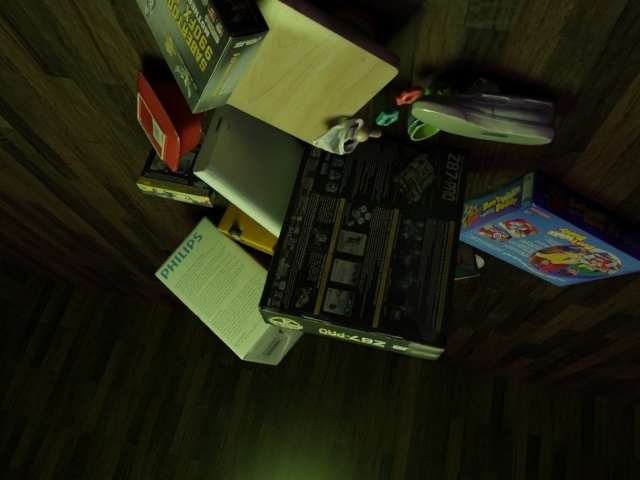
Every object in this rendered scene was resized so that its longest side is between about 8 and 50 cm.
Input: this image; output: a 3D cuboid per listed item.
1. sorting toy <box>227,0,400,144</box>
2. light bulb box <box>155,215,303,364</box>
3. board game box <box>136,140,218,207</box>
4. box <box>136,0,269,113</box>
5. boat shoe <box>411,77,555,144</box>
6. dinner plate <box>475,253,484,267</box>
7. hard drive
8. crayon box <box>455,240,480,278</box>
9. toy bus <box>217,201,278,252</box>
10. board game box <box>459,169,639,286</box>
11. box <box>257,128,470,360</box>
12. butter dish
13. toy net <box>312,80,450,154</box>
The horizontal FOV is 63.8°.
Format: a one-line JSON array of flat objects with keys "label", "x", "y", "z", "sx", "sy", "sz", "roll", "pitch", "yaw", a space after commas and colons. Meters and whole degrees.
[{"label": "sorting toy", "x": -0.048, "y": -0.283, "z": 0.783, "sx": 0.255, "sy": 0.089, "sz": 0.257, "roll": 23, "pitch": 156, "yaw": -20}, {"label": "light bulb box", "x": -0.232, "y": 0.163, "z": 1.540, "sx": 0.361, "sy": 0.225, "sz": 0.358, "roll": 39, "pitch": 174, "yaw": 19}, {"label": "board game box", "x": -0.306, "y": -0.160, "z": 1.164, "sx": 0.170, "sy": 0.141, "sz": 0.048, "roll": 12, "pitch": 158, "yaw": 6}, {"label": "box", "x": -0.168, "y": -0.309, "z": 0.652, "sx": 0.056, "sy": 0.231, "sz": 0.183, "roll": -26, "pitch": 179, "yaw": -31}, {"label": "boat shoe", "x": 0.256, "y": -0.207, "z": 0.802, "sx": 0.227, "sy": 0.081, "sz": 0.079, "roll": 10, "pitch": 178, "yaw": -5}, {"label": "dinner plate", "x": 0.385, "y": 0.060, "z": 1.441, "sx": 0.141, "sy": 0.017, "sz": 0.141, "roll": 11, "pitch": 159, "yaw": 4}, {"label": "hard drive", "x": -0.102, "y": -0.137, "z": 1.011, "sx": 0.040, "sy": 0.203, "sz": 0.307, "roll": -3, "pitch": 153, "yaw": 35}, {"label": "crayon box", "x": 0.164, "y": 0.084, "z": 1.317, "sx": 0.363, "sy": 0.106, "sz": 0.313, "roll": -4, "pitch": 172, "yaw": -37}, {"label": "toy bus", "x": -0.124, "y": -0.022, "z": 1.296, "sx": 0.332, "sy": 0.108, "sz": 0.130, "roll": 19, "pitch": 169, "yaw": 42}, {"label": "board game box", "x": 0.500, "y": -0.010, "z": 1.120, "sx": 0.347, "sy": 0.078, "sz": 0.233, "roll": 23, "pitch": 156, "yaw": -20}, {"label": "box", "x": 0.091, "y": -0.012, "z": 0.944, "sx": 0.318, "sy": 0.395, "sz": 0.097, "roll": 10, "pitch": 156, "yaw": 7}, {"label": "butter dish", "x": -0.279, "y": -0.241, "z": 1.003, "sx": 0.160, "sy": 0.118, "sz": 0.160, "roll": 59, "pitch": 154, "yaw": 6}, {"label": "toy net", "x": 0.103, "y": -0.187, "z": 0.839, "sx": 0.232, "sy": 0.045, "sz": 0.122, "roll": -20, "pitch": 167, "yaw": -9}]
